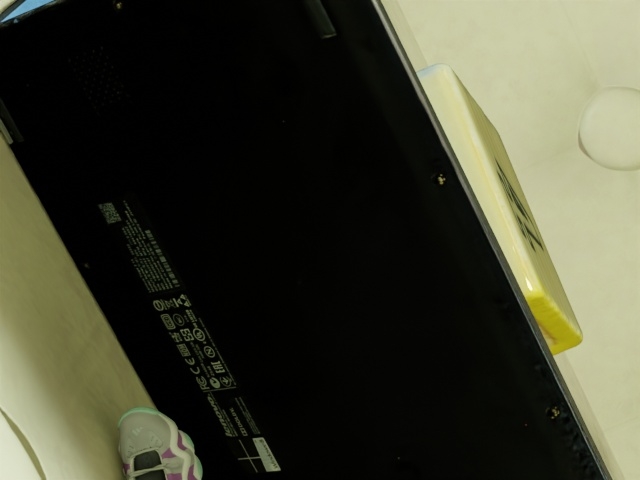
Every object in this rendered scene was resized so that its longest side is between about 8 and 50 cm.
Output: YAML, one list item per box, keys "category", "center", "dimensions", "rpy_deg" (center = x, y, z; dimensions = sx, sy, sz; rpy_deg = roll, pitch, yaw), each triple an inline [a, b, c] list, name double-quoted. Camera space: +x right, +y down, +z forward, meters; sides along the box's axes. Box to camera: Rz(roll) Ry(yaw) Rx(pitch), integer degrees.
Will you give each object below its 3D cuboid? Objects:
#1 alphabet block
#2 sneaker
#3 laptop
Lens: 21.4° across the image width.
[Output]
- category: "alphabet block"
  center: [0.069, 0.010, 1.312]
  dimensions: [0.193, 0.192, 0.197]
  rpy_deg: [33, 35, -66]
- category: "sneaker"
  center: [-0.076, 0.128, 0.803]
  dimensions: [0.098, 0.038, 0.069]
  rpy_deg: [66, 11, 0]
- category: "laptop"
  center: [0.000, 0.000, 0.945]
  dimensions: [0.236, 0.408, 0.382]
  rpy_deg: [-42, 111, -42]
